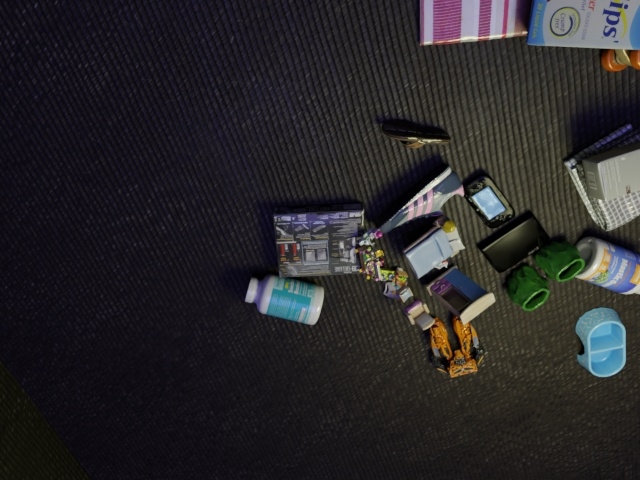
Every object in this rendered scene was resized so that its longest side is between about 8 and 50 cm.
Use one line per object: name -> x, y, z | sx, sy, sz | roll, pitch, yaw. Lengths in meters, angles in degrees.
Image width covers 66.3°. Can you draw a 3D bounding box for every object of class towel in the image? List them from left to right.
towel -> 0.443, -0.688, 1.380 | 0.329, 0.037, 0.237 | -4, 118, 4
towel -> 0.960, -0.196, 1.566 | 0.235, 0.121, 0.283 | -32, 111, 13

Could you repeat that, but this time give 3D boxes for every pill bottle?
pill bottle -> -0.130, 0.204, 1.744 | 0.264, 0.146, 0.146 | 14, 115, -7
pill bottle -> 1.019, 0.097, 1.689 | 0.272, 0.152, 0.152 | 18, 114, -8

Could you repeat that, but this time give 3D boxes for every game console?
game console -> 0.604, -0.065, 1.672 | 0.213, 0.044, 0.361 | -37, 109, 16

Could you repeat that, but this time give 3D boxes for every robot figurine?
robot figurine -> 0.515, 0.408, 1.876 | 0.211, 0.085, 0.291 | -19, 114, 10

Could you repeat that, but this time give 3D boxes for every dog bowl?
dog bowl -> 1.080, 0.398, 1.877 | 0.166, 0.074, 0.297 | -14, 114, 7

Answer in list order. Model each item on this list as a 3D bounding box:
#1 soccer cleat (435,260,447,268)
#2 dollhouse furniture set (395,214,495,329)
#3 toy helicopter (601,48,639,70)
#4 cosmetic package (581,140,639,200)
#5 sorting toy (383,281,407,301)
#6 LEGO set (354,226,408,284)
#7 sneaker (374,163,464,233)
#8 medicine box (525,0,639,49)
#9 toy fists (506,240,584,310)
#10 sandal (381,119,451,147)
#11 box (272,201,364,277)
soccer cleat -> 0.415, 0.087, 1.754 | 0.083, 0.029, 0.035 | -7, 111, -2
dollhouse furniture set -> 0.385, 0.120, 1.606 | 0.286, 0.198, 0.303 | -35, 125, -6
toy helicopter -> 0.996, -0.605, 1.389 | 0.355, 0.140, 0.235 | -3, 107, -10
cosmetic package -> 0.916, -0.214, 1.443 | 0.238, 0.107, 0.127 | -19, 103, 4
sorting toy -> 0.271, 0.186, 1.801 | 0.075, 0.045, 0.083 | 15, 116, 14
LEGO set -> 0.217, 0.094, 1.662 | 0.132, 0.107, 0.287 | -45, 126, -8
sneaker -> 0.329, -0.104, 1.616 | 0.319, 0.112, 0.131 | -39, 107, 18
medicine box -> 0.719, -0.642, 1.268 | 0.289, 0.149, 0.263 | 17, 120, 31
toy fists -> 0.776, 0.118, 1.708 | 0.096, 0.142, 0.279 | 29, 113, -31
sandal -> 0.297, -0.324, 1.539 | 0.219, 0.090, 0.060 | 5, 138, -10
box -> 0.000, 0.000, 1.686 | 0.307, 0.076, 0.242 | -4, 116, 2
